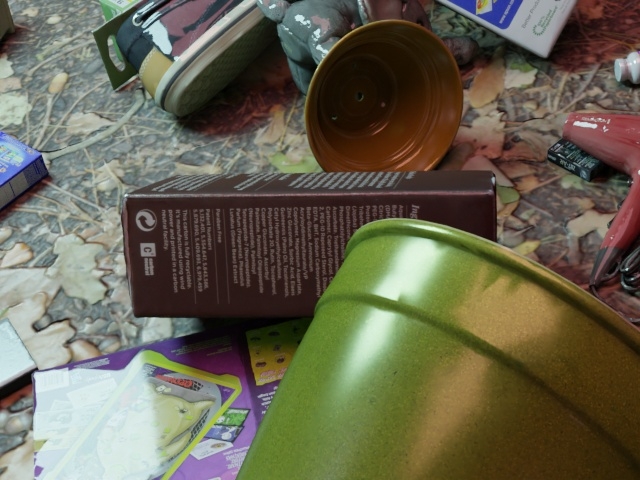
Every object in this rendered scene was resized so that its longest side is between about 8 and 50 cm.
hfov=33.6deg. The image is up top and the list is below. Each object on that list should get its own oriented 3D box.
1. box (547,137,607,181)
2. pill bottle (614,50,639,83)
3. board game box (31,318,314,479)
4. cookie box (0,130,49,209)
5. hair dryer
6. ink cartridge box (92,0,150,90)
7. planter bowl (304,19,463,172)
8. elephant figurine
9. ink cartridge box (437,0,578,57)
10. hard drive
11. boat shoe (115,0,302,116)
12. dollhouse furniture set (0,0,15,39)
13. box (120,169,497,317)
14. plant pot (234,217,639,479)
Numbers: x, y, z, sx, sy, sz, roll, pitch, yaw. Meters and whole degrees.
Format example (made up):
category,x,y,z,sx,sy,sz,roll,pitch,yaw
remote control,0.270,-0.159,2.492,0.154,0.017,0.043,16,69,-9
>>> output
category,x,y,z,sx,sy,sz,roll,pitch,yaw
box,0.339,-0.116,1.338,0.083,0.018,0.067,-38,52,-25
pill bottle,0.439,-0.233,1.417,0.083,0.043,0.043,-8,45,2
board game box,-0.124,0.187,1.104,0.347,0.056,0.208,-13,41,-3
cookie box,-0.439,-0.089,1.427,0.092,0.040,0.107,28,56,31
hair dryer,0.374,-0.059,1.223,0.223,0.080,0.293,-19,50,-9
ink cartridge box,-0.262,-0.329,1.582,0.062,0.109,0.209,30,58,33
planter bowl,0.064,-0.174,1.331,0.217,0.217,0.090,-24,27,-14
elephant figurine,0.072,-0.293,1.458,0.239,0.186,0.169,-37,45,-18
ink cartridge box,0.188,-0.411,1.443,0.371,0.176,0.069,27,11,-5
hard drive,-0.396,0.152,1.198,0.135,0.022,0.094,-29,48,-18
boat shoe,-0.093,-0.381,1.543,0.156,0.187,0.500,41,66,9
dollhouse furniture set,-0.626,-0.367,1.662,0.259,0.135,0.262,4,47,13
box,0.000,0.000,1.150,0.381,0.143,0.191,-2,9,10
plant pot,0.073,0.233,0.846,0.366,0.366,0.353,26,67,30
